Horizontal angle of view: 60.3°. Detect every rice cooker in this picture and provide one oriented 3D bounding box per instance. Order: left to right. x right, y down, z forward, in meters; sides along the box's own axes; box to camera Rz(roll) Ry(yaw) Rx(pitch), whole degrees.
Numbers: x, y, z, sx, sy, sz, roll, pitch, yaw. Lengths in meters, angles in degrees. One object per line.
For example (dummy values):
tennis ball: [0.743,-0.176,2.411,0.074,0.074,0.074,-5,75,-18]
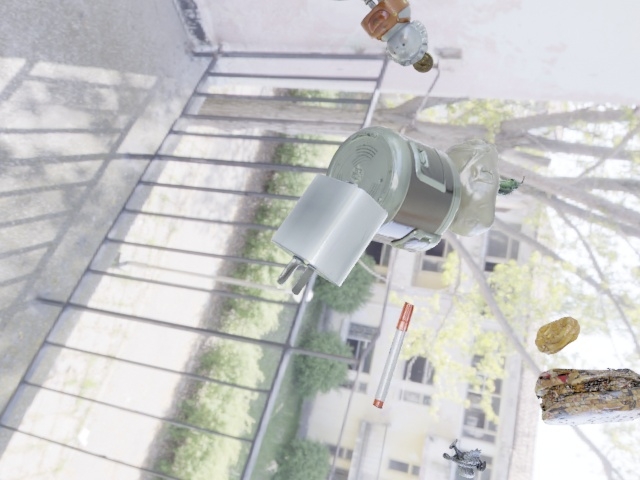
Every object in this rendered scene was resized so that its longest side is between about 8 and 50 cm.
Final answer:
rice cooker: [0.215,-0.141,1.572,0.325,0.335,0.336,13,83,-40]

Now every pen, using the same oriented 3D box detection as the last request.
pen: [0.162,0.252,1.216,0.028,0.028,0.239,35,72,-70]

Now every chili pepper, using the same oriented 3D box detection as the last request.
chili pepper: [0.660,-0.215,2.077,0.065,0.278,0.122,127,-32,-50]

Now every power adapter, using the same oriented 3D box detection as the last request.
power adapter: [0.000,0.000,1.185,0.124,0.187,0.255,38,82,-38]

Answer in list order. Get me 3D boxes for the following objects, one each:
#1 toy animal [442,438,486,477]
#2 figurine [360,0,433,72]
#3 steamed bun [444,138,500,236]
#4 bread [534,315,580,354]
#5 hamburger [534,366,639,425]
toy animal: [0.386,0.585,1.470,0.062,0.108,0.220,-43,151,-26]
figurine: [0.206,-0.566,1.473,0.271,0.143,0.143,38,47,-17]
steamed bun: [0.465,-0.182,1.872,0.310,0.219,0.325,-96,-170,-77]
bread: [0.518,0.209,1.206,0.083,0.044,0.111,-49,-179,-38]
hamburger: [0.566,0.326,1.148,0.231,0.230,0.107,66,22,-58]
